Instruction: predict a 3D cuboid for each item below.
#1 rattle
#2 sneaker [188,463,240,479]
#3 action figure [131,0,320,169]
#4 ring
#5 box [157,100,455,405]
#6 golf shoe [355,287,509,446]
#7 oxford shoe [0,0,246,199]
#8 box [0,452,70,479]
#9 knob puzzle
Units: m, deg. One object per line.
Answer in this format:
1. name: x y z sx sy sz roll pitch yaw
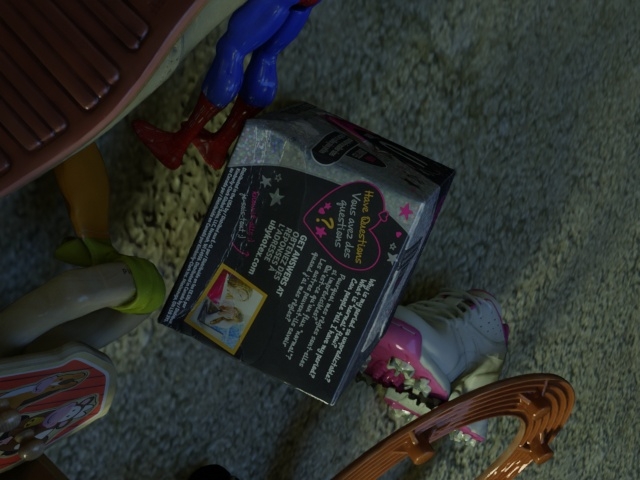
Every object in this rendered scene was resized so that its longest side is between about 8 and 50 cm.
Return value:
1. rattle: -0.210 0.036 1.334 0.200 0.143 0.130 -37 178 42
2. sneaker: -0.073 0.254 1.677 0.086 0.132 0.228 -17 178 0
3. action figure: -0.045 -0.193 1.339 0.280 0.139 0.091 -48 160 25
4. ring: 0.103 0.238 1.842 0.336 0.032 0.336 -26 154 -14
5. box: 0.000 0.000 1.415 0.247 0.142 0.163 -43 157 -80
6. golf shoe: 0.102 0.091 1.790 0.140 0.115 0.306 -64 159 -10
7. oxford shoe: -0.118 -0.139 1.162 0.397 0.140 0.146 -39 168 6
8. box: -0.208 0.247 1.354 0.021 0.201 0.164 30 89 -33
9. knob puzzle: -0.212 0.132 1.320 0.213 0.030 0.213 -27 160 -11
